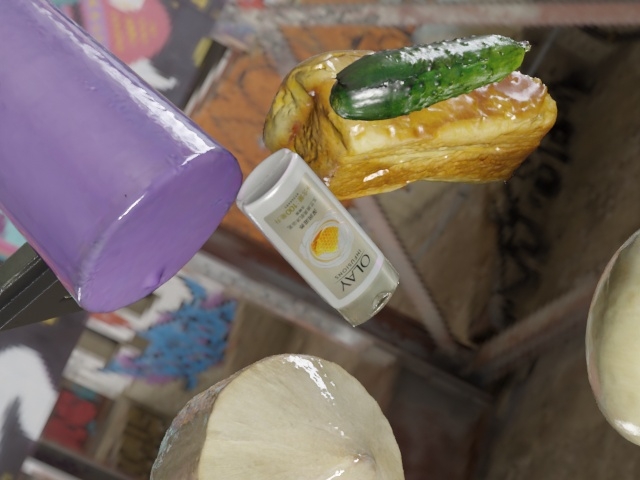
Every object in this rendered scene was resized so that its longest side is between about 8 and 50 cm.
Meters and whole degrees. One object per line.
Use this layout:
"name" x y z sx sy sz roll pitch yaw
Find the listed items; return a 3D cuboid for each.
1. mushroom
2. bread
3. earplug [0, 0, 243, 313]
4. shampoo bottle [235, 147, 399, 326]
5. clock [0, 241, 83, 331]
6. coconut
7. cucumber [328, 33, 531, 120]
"mushroom" 0.385 0.104 1.535 0.246 0.202 0.246 -36 135 -46
"bread" 0.107 -0.148 1.790 0.195 0.344 0.148 -50 -125 49
"earplug" -0.305 -0.150 1.522 0.215 0.456 0.215 -41 162 -16
"shampoo bottle" 0.000 0.000 1.618 0.086 0.227 0.056 -47 -141 -8
"clock" -0.300 0.039 1.846 0.273 0.049 0.279 -37 166 38
"coconut" -0.040 0.278 1.685 0.329 0.329 0.329 -57 -166 23
"cucumber" 0.108 -0.158 1.386 0.069 0.227 0.069 36 -45 48
